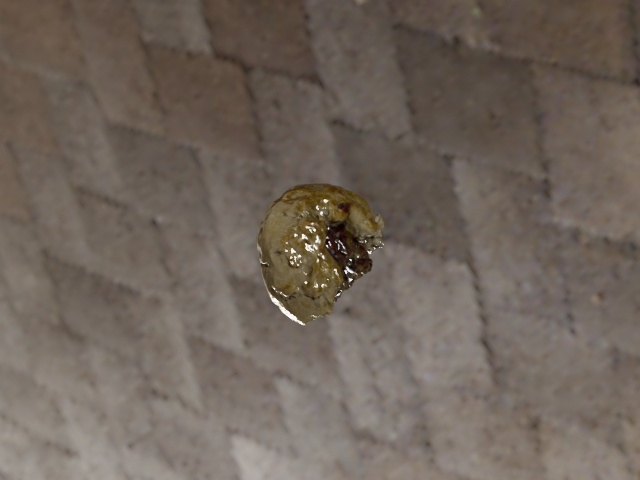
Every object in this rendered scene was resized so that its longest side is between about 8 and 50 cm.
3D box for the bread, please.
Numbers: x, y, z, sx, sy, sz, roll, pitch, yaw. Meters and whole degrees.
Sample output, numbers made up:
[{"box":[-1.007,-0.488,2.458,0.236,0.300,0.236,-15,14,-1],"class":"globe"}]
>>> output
[{"box":[0.000,0.000,1.379,0.060,0.113,0.082,-19,114,39],"class":"bread"}]
